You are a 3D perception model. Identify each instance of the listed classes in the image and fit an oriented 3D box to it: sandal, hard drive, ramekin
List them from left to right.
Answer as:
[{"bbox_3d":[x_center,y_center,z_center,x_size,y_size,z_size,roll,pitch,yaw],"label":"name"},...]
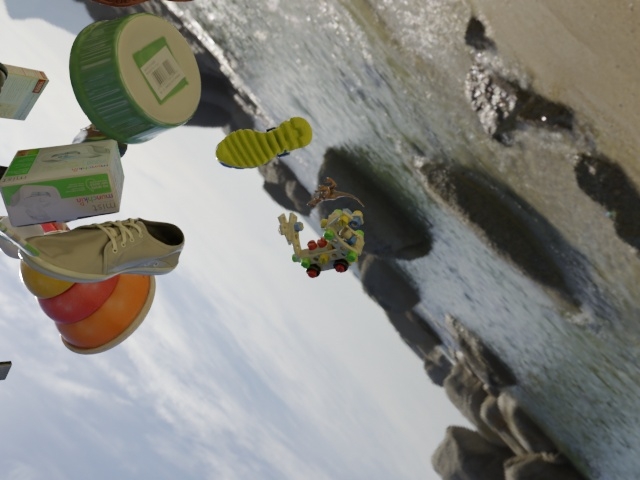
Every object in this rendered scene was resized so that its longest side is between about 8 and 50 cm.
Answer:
[{"bbox_3d":[-1.142,0.451,2.062,0.135,0.094,0.022,4,-136,-44],"label":"hard drive"},{"bbox_3d":[-0.430,-0.394,1.452,0.148,0.303,0.303,-6,144,32],"label":"ramekin"},{"bbox_3d":[-0.183,-0.290,1.882,0.138,0.317,0.126,-17,90,64],"label":"sandal"}]

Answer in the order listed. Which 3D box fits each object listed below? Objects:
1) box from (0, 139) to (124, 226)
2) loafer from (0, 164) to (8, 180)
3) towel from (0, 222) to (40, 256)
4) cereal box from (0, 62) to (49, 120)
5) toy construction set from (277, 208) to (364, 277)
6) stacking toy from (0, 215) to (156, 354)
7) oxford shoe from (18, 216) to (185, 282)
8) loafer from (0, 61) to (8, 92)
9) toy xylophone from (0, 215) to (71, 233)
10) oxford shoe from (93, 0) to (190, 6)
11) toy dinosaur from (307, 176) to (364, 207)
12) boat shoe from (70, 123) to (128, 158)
[{"bbox_3d":[-0.655,-0.151,1.557,0.231,0.261,0.127,-113,17,-59],"label":"box"},{"bbox_3d":[-0.919,-0.185,1.672,0.223,0.076,0.078,23,142,1],"label":"loafer"},{"bbox_3d":[-0.524,-0.028,0.944,0.113,0.023,0.152,21,158,40],"label":"towel"},{"bbox_3d":[-0.923,-0.427,1.717,0.047,0.173,0.240,53,-155,15],"label":"cereal box"},{"bbox_3d":[0.000,0.000,1.864,0.327,0.151,0.215,0,134,40],"label":"toy construction set"},{"bbox_3d":[-0.746,0.083,1.754,0.350,0.350,0.480,48,174,45],"label":"stacking toy"},{"bbox_3d":[-0.493,0.007,1.422,0.169,0.130,0.449,42,-160,23],"label":"oxford shoe"},{"bbox_3d":[-0.821,-0.313,1.377,0.096,0.267,0.084,28,-142,-52],"label":"loafer"},{"bbox_3d":[-1.001,-0.010,2.094,0.236,0.322,0.081,77,-173,-59],"label":"toy xylophone"},{"bbox_3d":[-0.489,-0.670,1.513,0.397,0.141,0.146,-9,-145,-38],"label":"oxford shoe"},{"bbox_3d":[0.048,-0.168,2.166,0.112,0.211,0.064,60,-145,-41],"label":"toy dinosaur"},{"bbox_3d":[-0.708,-0.327,1.919,0.324,0.120,0.122,1,161,45],"label":"boat shoe"}]
